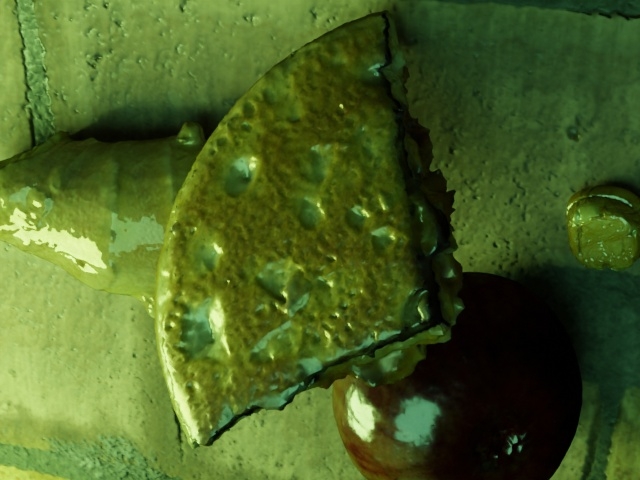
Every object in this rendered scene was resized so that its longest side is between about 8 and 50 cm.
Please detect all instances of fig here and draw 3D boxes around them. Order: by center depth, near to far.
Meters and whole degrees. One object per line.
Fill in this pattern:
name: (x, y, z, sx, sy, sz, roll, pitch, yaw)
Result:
fig: (0.126, 0.138, 1.546, 0.235, 0.214, 0.235, 0, 102, 0)

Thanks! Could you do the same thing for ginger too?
ginger: (-0.201, -0.031, 1.597, 0.354, 0.126, 0.190, 11, 106, 19)

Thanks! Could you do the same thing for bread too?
bread: (0.253, -0.010, 1.485, 0.083, 0.046, 0.081, 42, 133, -11)

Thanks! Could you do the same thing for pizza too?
pizza: (0.000, 0.000, 1.437, 0.278, 0.114, 0.408, 18, 91, 19)
